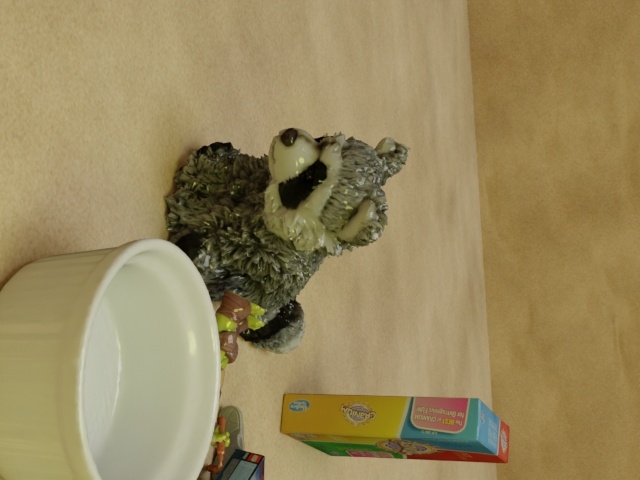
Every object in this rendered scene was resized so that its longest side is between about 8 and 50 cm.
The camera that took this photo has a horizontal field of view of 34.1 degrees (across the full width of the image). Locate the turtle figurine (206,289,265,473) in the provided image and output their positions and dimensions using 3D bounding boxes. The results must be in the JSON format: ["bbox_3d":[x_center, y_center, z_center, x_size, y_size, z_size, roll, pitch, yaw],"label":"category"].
[{"bbox_3d":[-0.143,0.182,1.309,0.269,0.087,0.217,74,37,-63],"label":"turtle figurine"}]

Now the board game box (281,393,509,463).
[{"bbox_3d":[0.127,0.305,1.689,0.242,0.316,0.064,43,48,-61],"label":"board game box"}]

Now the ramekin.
[{"bbox_3d":[-0.219,0.138,1.046,0.277,0.135,0.277,-1,90,-69],"label":"ramekin"}]

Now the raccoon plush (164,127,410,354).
[{"bbox_3d":[0.000,0.000,1.404,0.446,0.299,0.216,50,43,-59],"label":"raccoon plush"}]

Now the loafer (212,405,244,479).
[{"bbox_3d":[-0.120,0.291,1.428,0.039,0.045,0.125,54,36,-66],"label":"loafer"}]

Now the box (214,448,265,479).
[{"bbox_3d":[-0.121,0.409,1.336,0.159,0.044,0.233,-54,151,-59],"label":"box"}]
